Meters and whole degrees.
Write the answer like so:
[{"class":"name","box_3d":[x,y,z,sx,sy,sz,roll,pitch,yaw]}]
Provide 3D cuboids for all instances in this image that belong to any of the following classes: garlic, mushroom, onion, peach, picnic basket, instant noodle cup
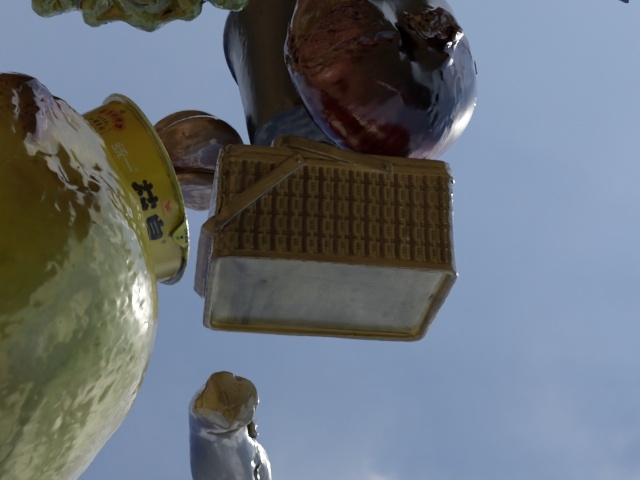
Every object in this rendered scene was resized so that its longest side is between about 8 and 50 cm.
[{"class":"garlic","box_3d":[-0.213,-0.142,1.953,0.214,0.191,0.160,42,-65,61]},{"class":"mushroom","box_3d":[-0.108,0.225,1.343,0.099,0.278,0.096,-20,-123,-14]},{"class":"onion","box_3d":[0.096,-0.250,1.592,0.232,0.314,0.314,-29,-151,35]},{"class":"peach","box_3d":[-0.260,0.049,0.772,0.316,0.314,0.281,-32,-149,8]},{"class":"picnic basket","box_3d":[0.000,0.000,1.498,0.313,0.228,0.175,4,-119,-8]},{"class":"instant noodle cup","box_3d":[-0.219,-0.024,1.033,0.144,0.182,0.182,-21,-149,-28]}]

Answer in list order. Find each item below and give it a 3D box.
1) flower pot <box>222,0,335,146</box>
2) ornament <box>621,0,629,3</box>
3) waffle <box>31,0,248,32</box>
[{"class":"flower pot","box_3d":[0.003,-0.227,1.875,0.380,0.379,0.251,-8,-129,22]},{"class":"ornament","box_3d":[0.582,-0.476,2.065,0.203,0.081,0.088,12,-89,63]},{"class":"waffle","box_3d":[-0.210,-0.386,1.386,0.317,0.073,0.297,1,-104,6]}]
